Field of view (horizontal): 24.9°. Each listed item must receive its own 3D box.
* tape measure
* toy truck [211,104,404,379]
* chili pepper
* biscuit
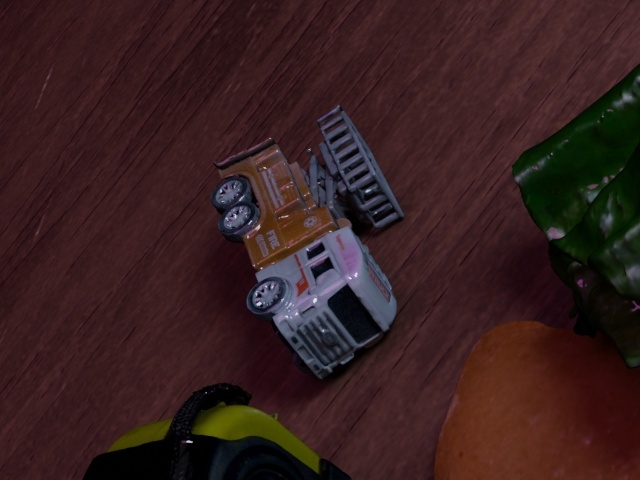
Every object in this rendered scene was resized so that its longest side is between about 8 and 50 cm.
[{"bbox_3d":[-0.064,0.181,0.836,0.112,0.186,0.199,-15,51,23],"label":"tape measure"},{"bbox_3d":[0.001,0.001,1.003,0.115,0.080,0.177,-30,42,7],"label":"toy truck"},{"bbox_3d":[0.231,-0.057,0.716,0.385,0.213,0.167,-26,85,47],"label":"chili pepper"},{"bbox_3d":[0.137,0.135,0.811,0.192,0.036,0.186,6,66,45],"label":"biscuit"}]
